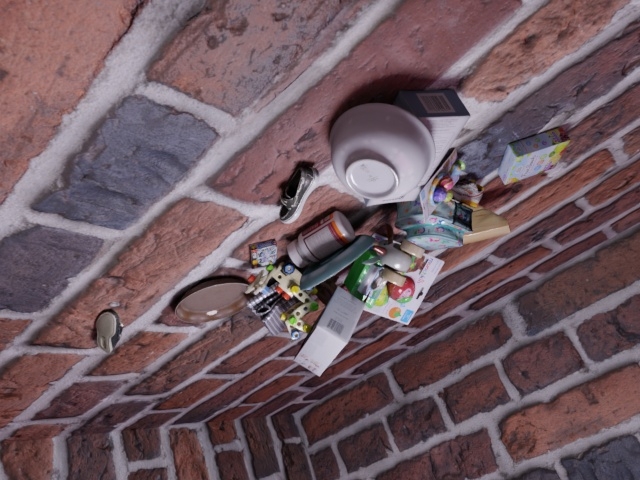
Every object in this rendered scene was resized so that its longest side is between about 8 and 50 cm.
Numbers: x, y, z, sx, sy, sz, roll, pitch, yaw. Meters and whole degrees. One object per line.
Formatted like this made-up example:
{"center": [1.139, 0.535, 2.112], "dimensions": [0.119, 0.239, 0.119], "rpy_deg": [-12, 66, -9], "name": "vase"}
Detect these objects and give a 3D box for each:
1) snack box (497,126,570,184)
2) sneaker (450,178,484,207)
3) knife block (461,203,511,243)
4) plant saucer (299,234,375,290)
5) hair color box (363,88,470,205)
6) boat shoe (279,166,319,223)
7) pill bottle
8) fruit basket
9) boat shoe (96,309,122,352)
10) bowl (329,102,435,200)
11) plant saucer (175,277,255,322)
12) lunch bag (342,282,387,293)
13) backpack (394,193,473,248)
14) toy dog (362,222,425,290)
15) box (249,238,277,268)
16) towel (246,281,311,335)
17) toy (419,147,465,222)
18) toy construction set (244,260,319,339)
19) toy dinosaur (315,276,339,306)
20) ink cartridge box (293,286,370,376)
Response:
{"center": [0.761, -0.300, 1.855], "dimensions": [0.207, 0.070, 0.174], "rpy_deg": [-18, 153, -3], "name": "snack box"}
{"center": [0.510, -0.192, 1.881], "dimensions": [0.225, 0.088, 0.092], "rpy_deg": [11, 111, -40], "name": "sneaker"}
{"center": [0.568, -0.029, 2.032], "dimensions": [0.242, 0.276, 0.088], "rpy_deg": [-55, 148, -1], "name": "knife block"}
{"center": [0.049, 0.067, 1.812], "dimensions": [0.318, 0.043, 0.317], "rpy_deg": [-35, -175, 3], "name": "plant saucer"}
{"center": [0.258, -0.264, 1.523], "dimensions": [0.186, 0.113, 0.374], "rpy_deg": [-8, 149, -24], "name": "hair color box"}
{"center": [-0.084, -0.137, 1.555], "dimensions": [0.070, 0.077, 0.219], "rpy_deg": [0, 137, -37], "name": "boat shoe"}
{"center": [0.000, 0.000, 1.800], "dimensions": [0.221, 0.121, 0.121], "rpy_deg": [-32, 151, 19], "name": "pill bottle"}
{"center": [0.295, 0.173, 2.110], "dimensions": [0.353, 0.165, 0.326], "rpy_deg": [23, 105, -16], "name": "fruit basket"}
{"center": [-0.772, 0.323, 1.906], "dimensions": [0.079, 0.084, 0.233], "rpy_deg": [-48, 169, -46], "name": "boat shoe"}
{"center": [0.150, -0.204, 1.377], "dimensions": [0.298, 0.134, 0.297], "rpy_deg": [12, 141, 9], "name": "bowl"}
{"center": [-0.408, 0.226, 1.995], "dimensions": [0.311, 0.050, 0.310], "rpy_deg": [-16, 152, -9], "name": "plant saucer"}
{"center": [0.255, 0.207, 2.359], "dimensions": [0.258, 0.120, 0.293], "rpy_deg": [0, 144, -43], "name": "lunch bag"}
{"center": [0.392, -0.072, 1.846], "dimensions": [0.254, 0.190, 0.225], "rpy_deg": [25, 158, -34], "name": "backpack"}
{"center": [0.225, 0.044, 1.821], "dimensions": [0.161, 0.220, 0.334], "rpy_deg": [30, 164, -12], "name": "toy dog"}
{"center": [-0.204, 0.049, 1.845], "dimensions": [0.094, 0.027, 0.137], "rpy_deg": [-13, 151, -13], "name": "box"}
{"center": [-0.148, 0.271, 2.127], "dimensions": [0.235, 0.121, 0.283], "rpy_deg": [-32, 156, -7], "name": "towel"}
{"center": [0.408, -0.176, 1.682], "dimensions": [0.237, 0.056, 0.136], "rpy_deg": [-51, 142, -28], "name": "toy"}
{"center": [-0.134, 0.204, 1.930], "dimensions": [0.215, 0.151, 0.328], "rpy_deg": [-49, 117, -8], "name": "toy construction set"}
{"center": [0.037, 0.235, 2.152], "dimensions": [0.127, 0.200, 0.295], "rpy_deg": [-22, 153, 3], "name": "toy dinosaur"}
{"center": [0.045, 0.333, 2.002], "dimensions": [0.271, 0.130, 0.309], "rpy_deg": [-57, 177, -42], "name": "ink cartridge box"}
